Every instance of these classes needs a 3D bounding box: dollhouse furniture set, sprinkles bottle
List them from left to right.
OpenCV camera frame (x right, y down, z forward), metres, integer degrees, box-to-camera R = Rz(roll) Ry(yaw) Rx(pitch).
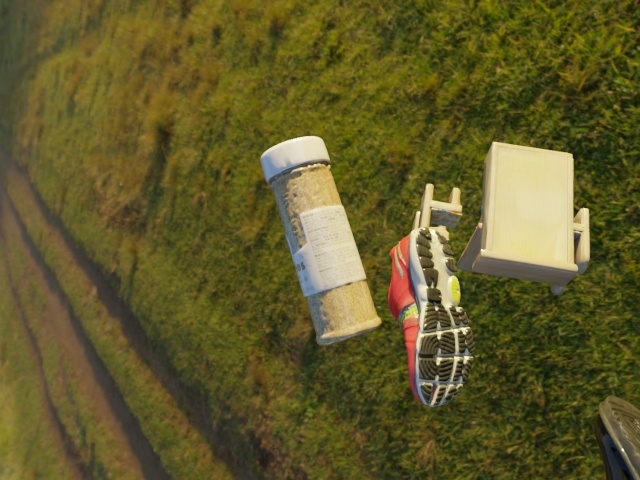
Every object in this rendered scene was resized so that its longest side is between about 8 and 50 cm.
[{"bbox_3d":[0.000,0.000,1.026,0.121,0.121,0.355,-26,80,50],"label":"sprinkles bottle"},{"bbox_3d":[0.390,0.018,1.245,0.394,0.362,0.256,91,-170,-64],"label":"dollhouse furniture set"}]

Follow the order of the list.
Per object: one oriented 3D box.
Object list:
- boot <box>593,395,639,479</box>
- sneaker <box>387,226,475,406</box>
[{"bbox_3d":[0.440,0.437,0.889,0.260,0.131,0.348,-53,19,31],"label":"boot"},{"bbox_3d":[0.160,0.121,0.911,0.118,0.107,0.279,-34,50,53],"label":"sneaker"}]
